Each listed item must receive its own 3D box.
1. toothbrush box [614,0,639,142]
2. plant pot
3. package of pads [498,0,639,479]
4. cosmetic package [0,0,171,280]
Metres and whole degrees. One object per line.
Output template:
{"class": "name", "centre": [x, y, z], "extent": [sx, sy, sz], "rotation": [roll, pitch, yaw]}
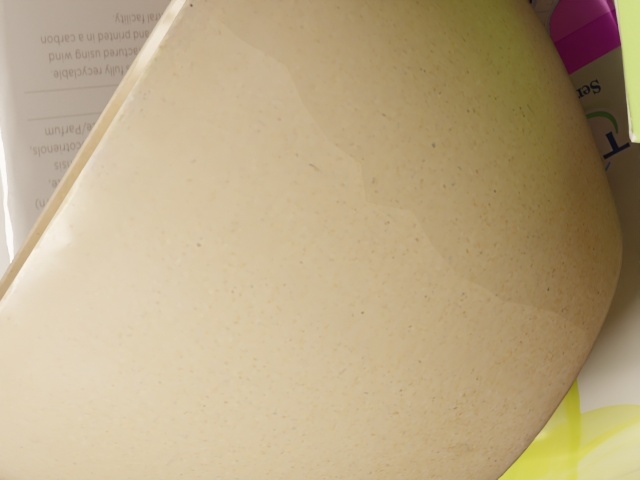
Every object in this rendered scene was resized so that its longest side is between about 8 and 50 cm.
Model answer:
{"class": "toothbrush box", "centre": [0.266, -0.111, 0.572], "extent": [0.283, 0.206, 0.122], "rotation": [-4, 94, 38]}
{"class": "plant pot", "centre": [0.000, 0.000, 0.653], "extent": [0.191, 0.284, 0.284], "rotation": [32, 121, -9]}
{"class": "package of pads", "centre": [0.081, 0.021, 0.796], "extent": [0.296, 0.101, 0.229], "rotation": [-31, 78, 37]}
{"class": "cosmetic package", "centre": [-0.185, 0.052, 0.965], "extent": [0.230, 0.161, 0.453], "rotation": [-2, 96, 37]}
